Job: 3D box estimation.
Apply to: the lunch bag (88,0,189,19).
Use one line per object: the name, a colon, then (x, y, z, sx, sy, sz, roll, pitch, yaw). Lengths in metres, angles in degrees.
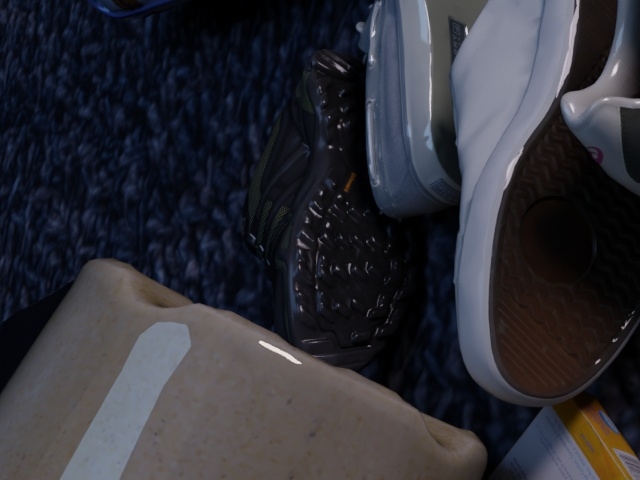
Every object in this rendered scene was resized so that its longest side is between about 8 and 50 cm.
lunch bag: (-0.108, -0.294, 1.320, 0.115, 0.243, 0.303, -33, 11, -34)

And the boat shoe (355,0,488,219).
boat shoe: (0.055, -0.118, 1.123, 0.081, 0.079, 0.228, -24, 55, 41)

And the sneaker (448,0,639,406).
sneaker: (0.116, -0.040, 0.984, 0.123, 0.106, 0.290, -28, 41, 57)

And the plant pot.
plant pot: (-0.079, 0.189, 0.920, 0.334, 0.333, 0.305, 19, 81, 57)

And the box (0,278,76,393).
box: (-0.115, 0.129, 1.142, 0.093, 0.158, 0.156, -27, 50, 44)

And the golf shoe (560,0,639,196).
golf shoe: (0.212, -0.138, 0.875, 0.105, 0.120, 0.273, 22, 88, 59)

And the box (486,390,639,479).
box: (0.106, 0.148, 0.937, 0.136, 0.028, 0.081, -56, 34, 20)

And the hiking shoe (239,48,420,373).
hiking shoe: (0.000, 0.000, 1.146, 0.114, 0.086, 0.227, -48, 29, 49)
